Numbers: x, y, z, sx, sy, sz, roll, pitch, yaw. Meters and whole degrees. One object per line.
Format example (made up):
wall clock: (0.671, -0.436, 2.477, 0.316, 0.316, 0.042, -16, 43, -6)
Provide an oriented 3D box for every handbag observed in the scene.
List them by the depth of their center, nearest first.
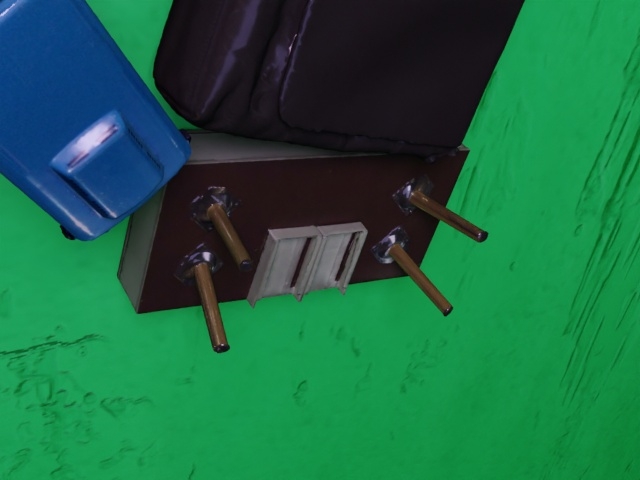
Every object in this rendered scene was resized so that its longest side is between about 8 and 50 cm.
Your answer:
handbag: (0.034, -0.170, 0.560, 0.223, 0.080, 0.247, 3, 119, -40)

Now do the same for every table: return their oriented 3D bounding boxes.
table: (0.000, 0.000, 0.670, 0.240, 0.111, 0.122, -7, 131, -32)

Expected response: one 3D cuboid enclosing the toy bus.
toy bus: (-0.140, -0.077, 0.479, 0.090, 0.106, 0.185, -42, 155, -5)
